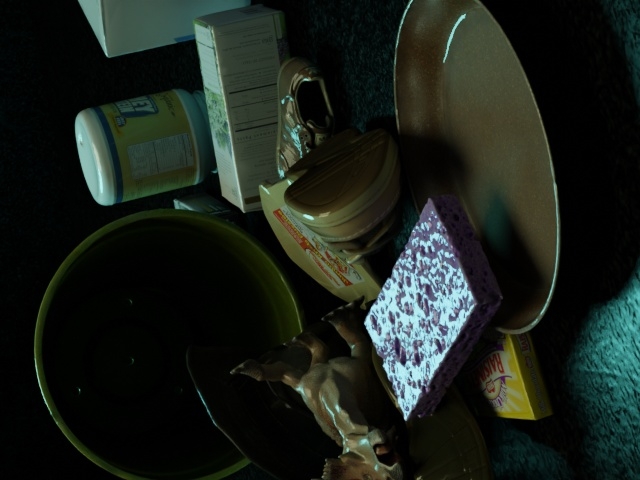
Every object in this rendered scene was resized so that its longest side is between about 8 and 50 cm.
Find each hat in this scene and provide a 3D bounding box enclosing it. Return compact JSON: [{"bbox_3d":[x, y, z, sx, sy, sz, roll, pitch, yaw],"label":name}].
[{"bbox_3d":[-0.006,0.174,1.788,0.134,0.331,0.331,-56,35,13],"label":"hat"}]

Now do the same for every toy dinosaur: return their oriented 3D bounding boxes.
[{"bbox_3d":[0.033,0.178,1.588,0.200,0.127,0.296,60,-164,4],"label":"toy dinosaur"}]

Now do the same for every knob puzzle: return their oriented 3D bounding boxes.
[{"bbox_3d":[0.000,0.000,1.775,0.213,0.030,0.213,42,161,17],"label":"knob puzzle"}]

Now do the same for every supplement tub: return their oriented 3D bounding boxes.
[{"bbox_3d":[-0.245,-0.141,2.217,0.144,0.200,0.144,165,90,-72],"label":"supplement tub"}]

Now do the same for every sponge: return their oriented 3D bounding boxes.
[{"bbox_3d":[0.100,0.064,1.386,0.210,0.031,0.117,113,142,-52],"label":"sponge"}]

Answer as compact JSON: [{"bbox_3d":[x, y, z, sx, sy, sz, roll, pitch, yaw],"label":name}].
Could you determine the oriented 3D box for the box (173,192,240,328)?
[{"bbox_3d":[-0.159,0.053,2.350,0.183,0.056,0.231,-151,49,-66],"label":"box"}]

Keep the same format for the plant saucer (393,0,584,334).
[{"bbox_3d":[0.147,-0.074,1.309,0.310,0.050,0.310,166,90,-72],"label":"plant saucer"}]

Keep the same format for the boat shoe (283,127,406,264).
[{"bbox_3d":[0.040,-0.040,1.523,0.110,0.122,0.341,57,-176,-9],"label":"boat shoe"}]

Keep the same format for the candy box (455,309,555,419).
[{"bbox_3d":[0.159,0.118,1.462,0.206,0.027,0.105,162,89,-73],"label":"candy box"}]

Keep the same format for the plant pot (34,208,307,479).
[{"bbox_3d":[-0.245,0.161,2.155,0.353,0.366,0.366,158,97,-70],"label":"plant pot"}]

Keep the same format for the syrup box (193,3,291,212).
[{"bbox_3d":[-0.084,-0.163,1.873,0.093,0.096,0.237,-144,42,-67],"label":"syrup box"}]

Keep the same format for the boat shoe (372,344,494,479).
[{"bbox_3d":[0.122,0.182,1.476,0.073,0.080,0.223,29,-149,-55],"label":"boat shoe"}]

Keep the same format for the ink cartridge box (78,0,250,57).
[{"bbox_3d":[-0.227,-0.405,1.954,0.270,0.198,0.197,-120,22,-43],"label":"ink cartridge box"}]

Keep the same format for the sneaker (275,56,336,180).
[{"bbox_3d":[-0.014,-0.114,1.745,0.071,0.066,0.188,-146,44,-64],"label":"sneaker"}]
